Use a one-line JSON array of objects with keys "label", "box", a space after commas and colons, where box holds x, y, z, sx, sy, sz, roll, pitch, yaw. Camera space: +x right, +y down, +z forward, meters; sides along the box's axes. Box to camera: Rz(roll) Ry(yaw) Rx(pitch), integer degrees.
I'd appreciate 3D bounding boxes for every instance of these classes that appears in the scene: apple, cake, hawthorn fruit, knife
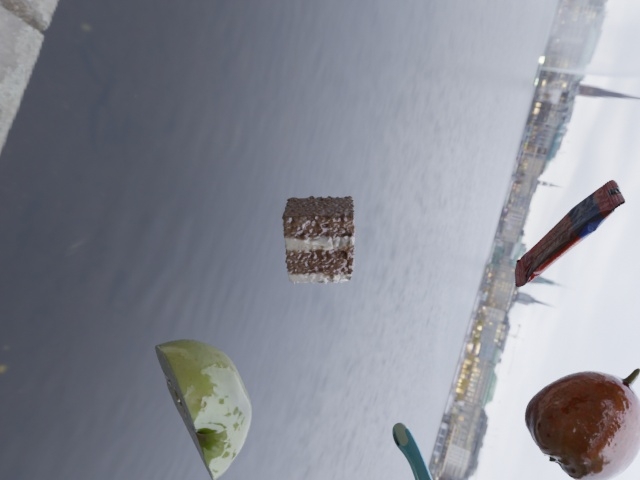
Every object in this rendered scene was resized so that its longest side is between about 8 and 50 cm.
[{"label": "apple", "box": [-0.352, 0.442, 1.385, 0.312, 0.360, 0.319, 29, 92, -36]}, {"label": "cake", "box": [0.000, 0.000, 0.932, 0.134, 0.135, 0.147, -80, 171, -69]}, {"label": "hawthorn fruit", "box": [0.537, 0.342, 0.984, 0.251, 0.199, 0.199, -52, 163, 7]}, {"label": "knife", "box": [0.267, 0.627, 1.435, 0.064, 0.221, 0.031, -43, 133, 17]}]

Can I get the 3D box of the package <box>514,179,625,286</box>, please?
[{"label": "package", "box": [0.373, -0.008, 0.762, 0.200, 0.022, 0.083, -52, -173, 35]}]
